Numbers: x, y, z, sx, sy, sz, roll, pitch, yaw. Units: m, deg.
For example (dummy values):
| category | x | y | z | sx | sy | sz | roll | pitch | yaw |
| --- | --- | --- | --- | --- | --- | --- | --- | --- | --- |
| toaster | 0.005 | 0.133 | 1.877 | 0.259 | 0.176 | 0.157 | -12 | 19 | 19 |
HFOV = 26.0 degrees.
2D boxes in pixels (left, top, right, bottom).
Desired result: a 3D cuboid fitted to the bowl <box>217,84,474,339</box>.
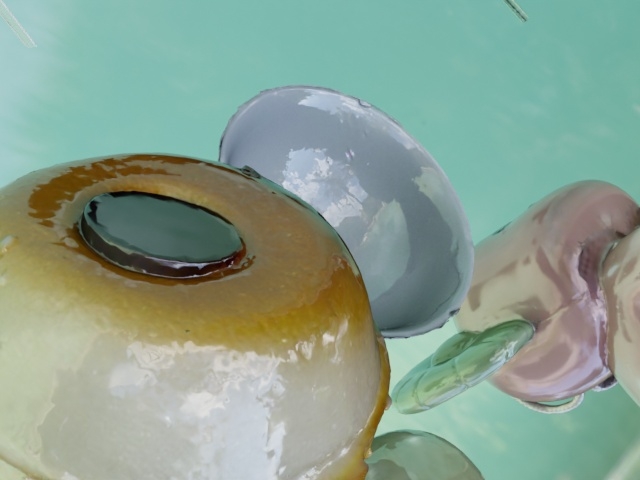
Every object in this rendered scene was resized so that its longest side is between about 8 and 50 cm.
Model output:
| category | x | y | z | sx | sy | sz | roll | pitch | yaw |
| --- | --- | --- | --- | --- | --- | --- | --- | --- | --- |
| bowl | 0.000 | 0.000 | 0.896 | 0.189 | 0.189 | 0.086 | -32 | 169 | -45 |

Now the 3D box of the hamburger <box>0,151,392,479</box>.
| category | x | y | z | sx | sy | sz | roll | pitch | yaw |
| --- | --- | --- | --- | --- | --- | --- | --- | --- | --- |
| hamburger | -0.078 | 0.049 | 0.646 | 0.237 | 0.237 | 0.147 | -29 | 139 | -49 |

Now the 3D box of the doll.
| category | x | y | z | sx | sy | sz | roll | pitch | yaw |
| --- | --- | --- | --- | --- | --- | --- | --- | --- | --- |
| doll | 0.209 | 0.072 | 1.126 | 0.284 | 0.216 | 0.268 | -23 | 175 | -46 |

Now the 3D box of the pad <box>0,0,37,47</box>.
| category | x | y | z | sx | sy | sz | roll | pitch | yaw |
| --- | --- | --- | --- | --- | --- | --- | --- | --- | --- |
| pad | -0.421 | -0.326 | 1.677 | 0.004 | 0.232 | 0.156 | -39 | -163 | -8 |

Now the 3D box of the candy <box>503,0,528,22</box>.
| category | x | y | z | sx | sy | sz | roll | pitch | yaw |
| --- | --- | --- | --- | --- | --- | --- | --- | --- | --- |
| candy | 0.126 | -0.239 | 1.179 | 0.058 | 0.062 | 0.194 | -48 | 134 | 7 |

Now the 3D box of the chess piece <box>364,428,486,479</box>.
| category | x | y | z | sx | sy | sz | roll | pitch | yaw |
| --- | --- | --- | --- | --- | --- | --- | --- | --- | --- |
| chess piece | 0.088 | 0.191 | 0.688 | 0.133 | 0.243 | 0.133 | -26 | 138 | -27 |
